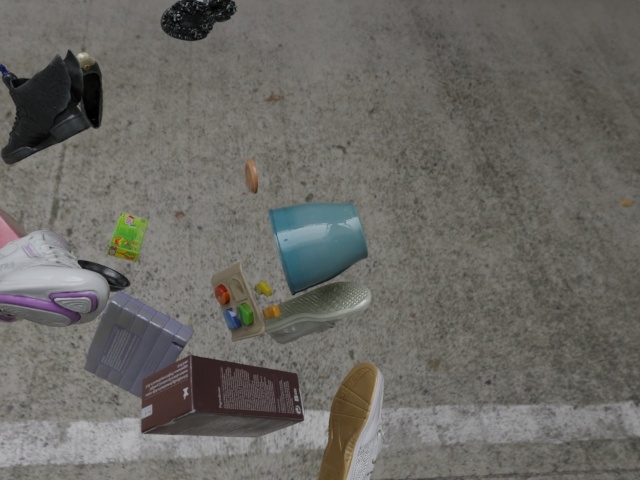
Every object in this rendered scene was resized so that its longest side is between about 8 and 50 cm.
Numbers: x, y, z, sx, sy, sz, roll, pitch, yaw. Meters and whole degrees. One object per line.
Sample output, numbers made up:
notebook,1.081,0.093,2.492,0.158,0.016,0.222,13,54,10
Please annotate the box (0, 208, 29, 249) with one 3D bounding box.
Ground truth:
box,-0.891,0.029,1.364,0.127,0.148,0.232,-43,82,-16

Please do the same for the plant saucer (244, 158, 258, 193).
plant saucer,-0.164,-0.151,1.135,0.013,0.083,0.083,-10,60,-19

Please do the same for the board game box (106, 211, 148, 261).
board game box,-0.633,-0.013,1.585,0.092,0.043,0.181,17,34,-21

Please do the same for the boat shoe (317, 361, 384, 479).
boat shoe,0.073,0.372,0.914,0.096,0.098,0.277,22,82,-35

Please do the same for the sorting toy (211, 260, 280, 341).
sorting toy,-0.239,0.184,1.462,0.041,0.307,0.229,-15,84,-40

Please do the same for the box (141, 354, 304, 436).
box,-0.238,0.409,1.226,0.191,0.381,0.143,-29,56,27

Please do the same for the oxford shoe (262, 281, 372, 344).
oxford shoe,-0.008,0.259,1.680,0.449,0.130,0.169,-22,26,28

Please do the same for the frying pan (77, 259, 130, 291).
frying pan,-0.715,0.138,1.569,0.197,0.326,0.053,26,93,-30

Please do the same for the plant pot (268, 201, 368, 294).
plant pot,0.000,0.000,1.456,0.255,0.272,0.272,-16,61,-2

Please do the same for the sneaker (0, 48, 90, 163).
sneaker,-0.353,-0.161,0.598,0.170,0.089,0.051,-15,26,21

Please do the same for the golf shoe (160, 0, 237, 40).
golf shoe,-0.254,-0.441,0.951,0.094,0.077,0.198,7,37,32

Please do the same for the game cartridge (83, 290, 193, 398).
game cartridge,-0.512,0.300,1.328,0.230,0.355,0.068,34,36,-5

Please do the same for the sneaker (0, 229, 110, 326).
sneaker,-0.407,0.042,0.695,0.305,0.114,0.152,-3,57,32

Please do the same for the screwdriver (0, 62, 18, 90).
screwdriver,-0.551,-0.308,0.803,0.024,0.170,0.025,13,53,37

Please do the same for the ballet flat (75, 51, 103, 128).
ballet flat,-0.474,-0.309,0.997,0.057,0.173,0.049,-24,63,-29
